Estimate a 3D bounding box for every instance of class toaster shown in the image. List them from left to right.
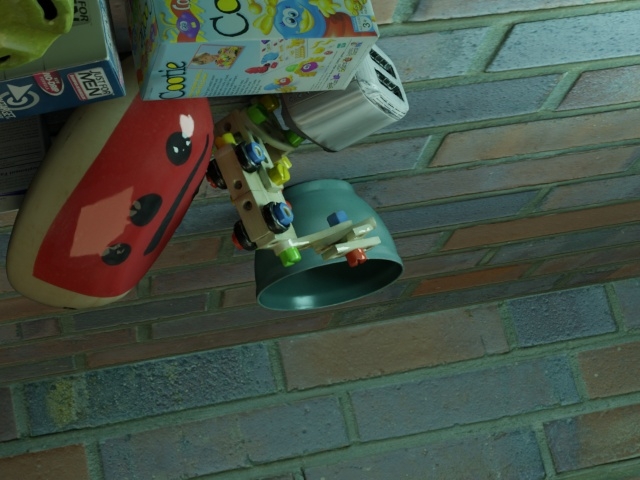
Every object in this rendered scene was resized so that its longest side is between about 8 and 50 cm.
[{"bbox_3d":[0.035,-0.220,1.649,0.146,0.129,0.227,-22,161,20],"label":"toaster"}]

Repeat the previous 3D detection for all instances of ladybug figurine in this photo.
[{"bbox_3d":[-0.282,-0.072,1.556,0.449,0.162,0.305,-58,171,28],"label":"ladybug figurine"}]

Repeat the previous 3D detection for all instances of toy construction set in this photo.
[{"bbox_3d":[-0.062,-0.077,1.659,0.151,0.327,0.215,-45,161,19],"label":"toy construction set"}]

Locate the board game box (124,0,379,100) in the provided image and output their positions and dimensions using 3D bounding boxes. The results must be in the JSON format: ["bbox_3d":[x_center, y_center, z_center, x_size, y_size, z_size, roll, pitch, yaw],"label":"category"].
[{"bbox_3d":[-0.090,-0.276,1.375,0.275,0.142,0.144,-6,160,-21],"label":"board game box"}]

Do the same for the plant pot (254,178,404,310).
[{"bbox_3d":[0.000,0.000,2.154,0.293,0.196,0.293,-11,161,-4],"label":"plant pot"}]

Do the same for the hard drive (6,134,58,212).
[{"bbox_3d":[-0.473,-0.105,1.778,0.308,0.040,0.203,-11,161,-8],"label":"hard drive"}]

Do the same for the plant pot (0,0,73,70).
[{"bbox_3d":[-0.326,-0.298,0.978,0.276,0.253,0.276,-12,161,-4],"label":"plant pot"}]

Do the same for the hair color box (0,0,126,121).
[{"bbox_3d":[-0.414,-0.224,1.260,0.347,0.173,0.105,-12,162,-2],"label":"hair color box"}]

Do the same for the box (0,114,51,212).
[{"bbox_3d":[-0.457,-0.118,1.597,0.126,0.137,0.072,-11,162,-6],"label":"box"}]
